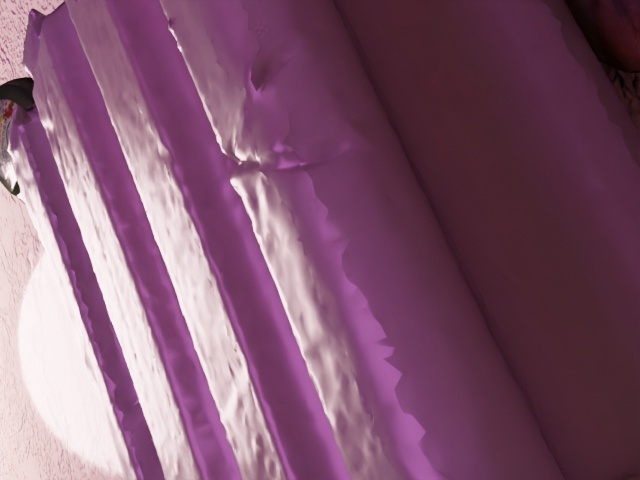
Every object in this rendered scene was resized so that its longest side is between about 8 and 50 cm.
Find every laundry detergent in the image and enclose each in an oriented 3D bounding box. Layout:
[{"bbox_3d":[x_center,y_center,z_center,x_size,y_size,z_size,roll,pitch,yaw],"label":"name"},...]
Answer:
[{"bbox_3d":[-0.279,-0.083,1.140,0.221,0.078,0.144,32,123,46],"label":"laundry detergent"}]

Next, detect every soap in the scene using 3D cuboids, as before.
[{"bbox_3d":[0.000,0.000,0.610,0.435,0.213,0.350,66,146,24],"label":"soap"}]

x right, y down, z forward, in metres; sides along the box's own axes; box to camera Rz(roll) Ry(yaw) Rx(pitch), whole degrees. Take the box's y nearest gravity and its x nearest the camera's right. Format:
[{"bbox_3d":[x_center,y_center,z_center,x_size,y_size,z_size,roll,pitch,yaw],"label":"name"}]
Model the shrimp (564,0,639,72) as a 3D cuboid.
[{"bbox_3d":[0.145,-0.204,0.480,0.198,0.051,0.262,56,153,19],"label":"shrimp"}]
